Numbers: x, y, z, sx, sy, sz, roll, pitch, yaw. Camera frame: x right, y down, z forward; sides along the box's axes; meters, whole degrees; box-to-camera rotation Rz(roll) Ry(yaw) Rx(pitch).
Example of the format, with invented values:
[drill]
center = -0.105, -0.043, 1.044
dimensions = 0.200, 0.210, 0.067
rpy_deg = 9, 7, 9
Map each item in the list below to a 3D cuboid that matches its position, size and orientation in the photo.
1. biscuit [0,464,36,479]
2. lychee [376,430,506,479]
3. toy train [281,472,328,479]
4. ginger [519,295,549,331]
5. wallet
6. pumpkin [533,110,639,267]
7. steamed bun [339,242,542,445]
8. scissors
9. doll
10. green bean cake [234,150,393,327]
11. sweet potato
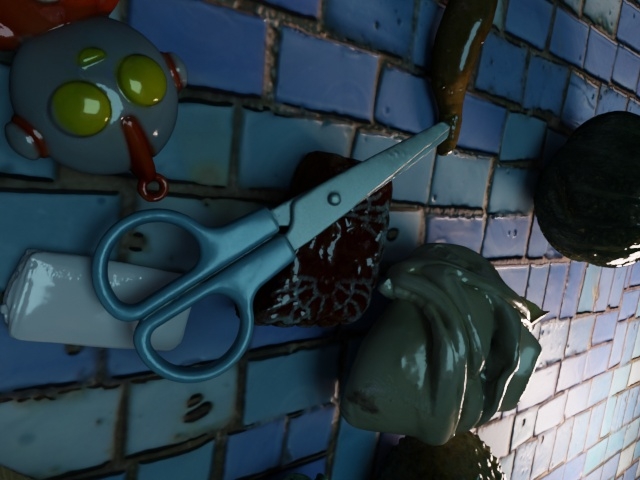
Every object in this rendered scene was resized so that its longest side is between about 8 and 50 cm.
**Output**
[biscuit]
center = -0.273, 0.273, 0.451
dimensions = 0.052, 0.150, 0.252
rpy_deg = -54, 129, -18
[lychee]
center = 0.221, 0.453, 0.853
dimensions = 0.255, 0.274, 0.255
rpy_deg = 2, 82, -14
[toy train]
center = -0.029, 0.488, 0.720
dimensions = 0.237, 0.150, 0.368
rpy_deg = -36, 122, -38
[ginger]
center = 0.344, 0.187, 0.989
dimensions = 0.193, 0.115, 0.122
rpy_deg = -14, 126, -25
[wallet]
center = -0.226, 0.067, 0.520
dimensions = 0.190, 0.033, 0.095
rpy_deg = 14, 90, -42
[pumpkin]
center = 0.610, -0.096, 1.043
dimensions = 0.327, 0.257, 0.291
rpy_deg = -56, 143, -5
[steamed bun]
center = 0.206, 0.166, 0.753
dimensions = 0.324, 0.219, 0.309
rpy_deg = 18, 93, -59
[scissors]
center = -0.020, -0.026, 0.556
dimensions = 0.447, 0.029, 0.192
rpy_deg = -33, 103, -16
[doll]
center = -0.220, -0.178, 0.418
dimensions = 0.200, 0.105, 0.336
rpy_deg = -37, 121, -28
[green bean cake]
center = 0.000, 0.000, 0.651
dimensions = 0.199, 0.097, 0.232
rpy_deg = 12, 93, -41
[sweet potato]
center = 0.229, -0.310, 0.784
dimensions = 0.108, 0.079, 0.346
rpy_deg = 4, 102, -53
